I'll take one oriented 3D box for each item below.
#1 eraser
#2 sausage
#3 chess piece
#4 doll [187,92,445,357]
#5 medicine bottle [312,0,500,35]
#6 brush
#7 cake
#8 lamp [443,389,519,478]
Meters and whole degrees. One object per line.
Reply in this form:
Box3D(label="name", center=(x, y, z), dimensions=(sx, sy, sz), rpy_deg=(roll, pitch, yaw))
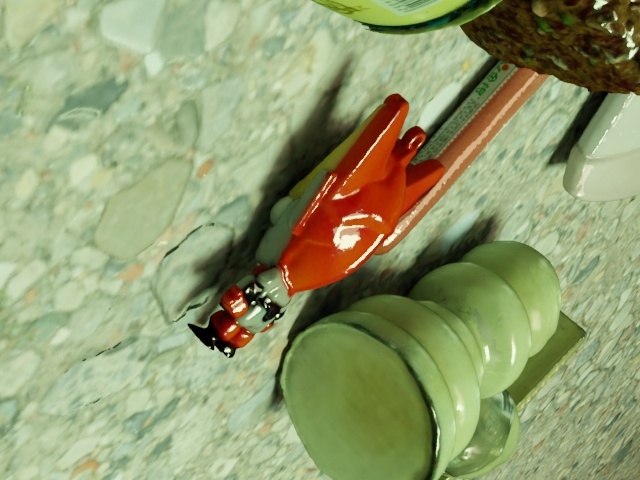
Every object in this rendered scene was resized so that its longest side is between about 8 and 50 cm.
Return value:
Box3D(label="eraser", center=(0.305, -0.125, 0.949), dimensions=(0.243, 0.059, 0.204), rpy_deg=(-1, 126, -53))
Box3D(label="sausage", center=(0.103, -0.080, 0.718), dimensions=(0.253, 0.034, 0.034), rpy_deg=(-49, 154, -4))
Box3D(label="chess piece", center=(0.096, 0.074, 0.819), dimensions=(0.243, 0.133, 0.133), rpy_deg=(-28, 147, -46))
Box3D(label="doll", center=(0.000, 0.000, 0.630), dimensions=(0.169, 0.057, 0.109), rpy_deg=(-50, 156, -2))
Box3D(label="medicine bottle", center=(-0.019, -0.145, 0.340), dimensions=(0.124, 0.124, 0.239), rpy_deg=(-56, 153, 13))
Box3D(label="brush", center=(0.154, 0.178, 1.118), dimensions=(0.282, 0.054, 0.048), rpy_deg=(-45, 163, -11))
Box3D(label="cake", center=(0.093, -0.187, 0.553), dimensions=(0.246, 0.135, 0.112), rpy_deg=(41, 78, -35))
Box3D(label="lamp", center=(0.118, 0.153, 0.978), dimensions=(0.101, 0.101, 0.250), rpy_deg=(-49, 151, -3))
